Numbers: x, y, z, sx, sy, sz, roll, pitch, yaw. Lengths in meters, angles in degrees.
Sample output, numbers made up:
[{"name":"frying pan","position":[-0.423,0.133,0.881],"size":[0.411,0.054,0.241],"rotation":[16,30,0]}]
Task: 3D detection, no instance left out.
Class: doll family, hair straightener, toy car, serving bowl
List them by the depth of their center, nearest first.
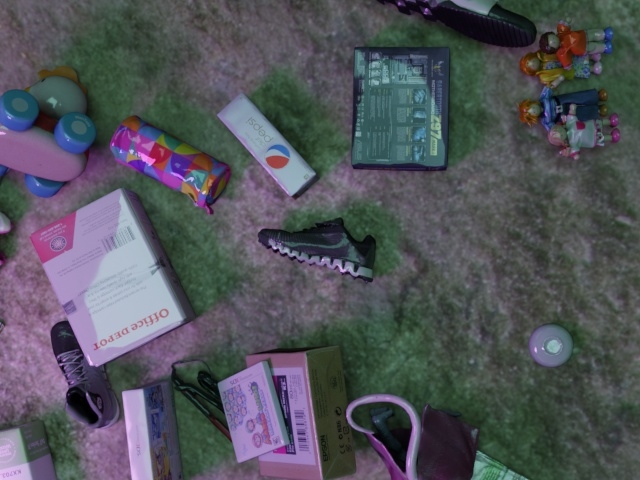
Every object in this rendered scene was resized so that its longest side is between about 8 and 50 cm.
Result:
[{"name":"doll family","position":[0.448,-0.276,1.890],"size":[0.163,0.118,0.262],"rotation":[-6,91,-12]},{"name":"serving bowl","position":[0.433,0.197,1.905],"size":[0.083,0.027,0.083],"rotation":[0,87,5]},{"name":"toy car","position":[-0.533,-0.246,1.952],"size":[0.210,0.219,0.237],"rotation":[21,54,-23]},{"name":"hair straightener","position":[-0.196,0.306,1.965],"size":[0.230,0.047,0.089],"rotation":[40,74,11]}]

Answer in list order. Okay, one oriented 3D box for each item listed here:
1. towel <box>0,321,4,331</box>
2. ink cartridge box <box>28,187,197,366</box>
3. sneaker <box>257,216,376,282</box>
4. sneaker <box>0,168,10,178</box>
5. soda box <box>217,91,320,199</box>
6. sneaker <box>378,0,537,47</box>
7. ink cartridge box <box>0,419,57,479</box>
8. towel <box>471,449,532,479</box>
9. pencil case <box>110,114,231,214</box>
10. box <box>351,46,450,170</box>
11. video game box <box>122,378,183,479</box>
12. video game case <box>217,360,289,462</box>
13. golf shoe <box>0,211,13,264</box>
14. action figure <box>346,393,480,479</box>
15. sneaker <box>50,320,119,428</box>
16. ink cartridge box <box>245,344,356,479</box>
[{"name":"towel","position":[-0.677,0.176,2.028],"size":[0.083,0.009,0.060],"rotation":[24,91,7]},{"name":"ink cartridge box","position":[-0.394,0.072,1.948],"size":[0.207,0.117,0.283],"rotation":[-27,85,3]},{"name":"sneaker","position":[0.000,0.000,1.936],"size":[0.234,0.078,0.106],"rotation":[17,87,2]},{"name":"sneaker","position":[-0.652,-0.132,2.008],"size":[0.038,0.069,0.098],"rotation":[33,91,7]},{"name":"soda box","position":[-0.099,-0.180,1.952],"size":[0.069,0.074,0.216],"rotation":[-43,84,2]},{"name":"sneaker","position":[0.264,-0.469,1.890],"size":[0.331,0.122,0.146],"rotation":[27,83,18]},{"name":"ink cartridge box","position":[-0.606,0.545,1.950],"size":[0.207,0.119,0.353],"rotation":[-15,86,5]},{"name":"towel","position":[0.323,0.471,1.911],"size":[0.152,0.023,0.113],"rotation":[28,93,4]},{"name":"pencil case","position":[-0.288,-0.149,1.960],"size":[0.236,0.104,0.104],"rotation":[30,91,8]},{"name":"box","position":[0.153,-0.250,1.937],"size":[0.184,0.059,0.232],"rotation":[1,87,6]},{"name":"video game box","position":[-0.309,0.369,1.894],"size":[0.048,0.187,0.205],"rotation":[-7,86,5]},{"name":"video game case","position":[-0.125,0.317,1.875],"size":[0.143,0.019,0.157],"rotation":[-30,70,42]},{"name":"golf shoe","position":[-0.702,0.065,1.988],"size":[0.140,0.115,0.306],"rotation":[20,100,-14]},{"name":"action figure","position":[0.198,0.469,1.788],"size":[0.248,0.275,0.370],"rotation":[-12,60,18]},{"name":"sneaker","position":[-0.460,0.256,1.941],"size":[0.086,0.132,0.228],"rotation":[-29,85,4]},{"name":"ink cartridge box","position":[-0.038,0.314,1.865],"size":[0.193,0.088,0.234],"rotation":[-12,85,50]}]
